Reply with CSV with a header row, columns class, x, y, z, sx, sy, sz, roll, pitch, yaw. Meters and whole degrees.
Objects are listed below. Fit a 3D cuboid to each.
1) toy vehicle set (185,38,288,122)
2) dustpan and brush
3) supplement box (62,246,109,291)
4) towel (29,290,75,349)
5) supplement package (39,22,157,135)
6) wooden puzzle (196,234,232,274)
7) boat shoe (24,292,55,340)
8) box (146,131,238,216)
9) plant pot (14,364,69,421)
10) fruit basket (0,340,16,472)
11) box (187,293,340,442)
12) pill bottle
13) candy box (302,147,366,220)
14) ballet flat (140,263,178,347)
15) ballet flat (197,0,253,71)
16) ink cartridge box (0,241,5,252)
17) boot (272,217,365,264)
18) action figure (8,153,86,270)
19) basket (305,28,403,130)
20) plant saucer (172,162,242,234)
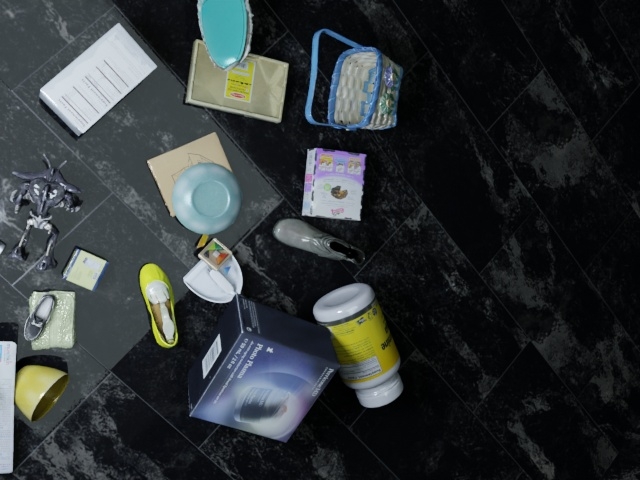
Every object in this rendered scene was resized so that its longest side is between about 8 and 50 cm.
class,x,y,z,sx,sy,sz,roll,pitch,yaw
toy vehicle set,-0.224,-0.430,1.747,0.266,0.035,0.166,9,91,-24
dustpan and brush,-0.253,0.133,1.765,0.147,0.060,0.211,-46,110,-14
supplement box,-0.591,0.072,1.611,0.083,0.056,0.083,28,83,-23
towel,-0.670,0.200,1.603,0.109,0.027,0.148,0,94,-23
supplement package,-0.540,-0.386,1.553,0.244,0.139,0.134,-47,112,-14
wooden puzzle,-0.286,0.037,1.740,0.116,0.014,0.079,35,61,-6
boat shoe,-0.684,0.188,1.560,0.046,0.038,0.125,30,82,-21
box,-0.341,-0.178,1.723,0.201,0.021,0.165,-26,104,-19
plant pot,-0.695,0.358,1.560,0.095,0.134,0.134,32,80,3
fruit basket,-0.880,0.388,1.477,0.326,0.165,0.353,3,112,-19
box,-0.155,0.344,1.704,0.293,0.183,0.296,23,112,-24
pill bottle,0.121,0.310,1.877,0.187,0.188,0.334,-28,105,-20
candy box,0.040,-0.161,1.867,0.164,0.070,0.197,5,92,-25
ballet flat,-0.417,0.174,1.686,0.077,0.077,0.231,-14,100,-22
ballet flat,-0.250,-0.646,1.663,0.146,0.147,0.409,-13,97,-23
ink cartridge box,-0.860,0.041,1.509,0.145,0.045,0.179,40,96,-22
boot,0.000,0.000,1.812,0.246,0.161,0.084,21,85,-24
action figure,-0.660,-0.077,1.528,0.163,0.141,0.276,15,104,-22
basket,0.088,-0.434,1.795,0.288,0.201,0.255,5,93,-34
plant saucer,-0.297,-0.111,1.716,0.194,0.037,0.195,-2,96,-24
